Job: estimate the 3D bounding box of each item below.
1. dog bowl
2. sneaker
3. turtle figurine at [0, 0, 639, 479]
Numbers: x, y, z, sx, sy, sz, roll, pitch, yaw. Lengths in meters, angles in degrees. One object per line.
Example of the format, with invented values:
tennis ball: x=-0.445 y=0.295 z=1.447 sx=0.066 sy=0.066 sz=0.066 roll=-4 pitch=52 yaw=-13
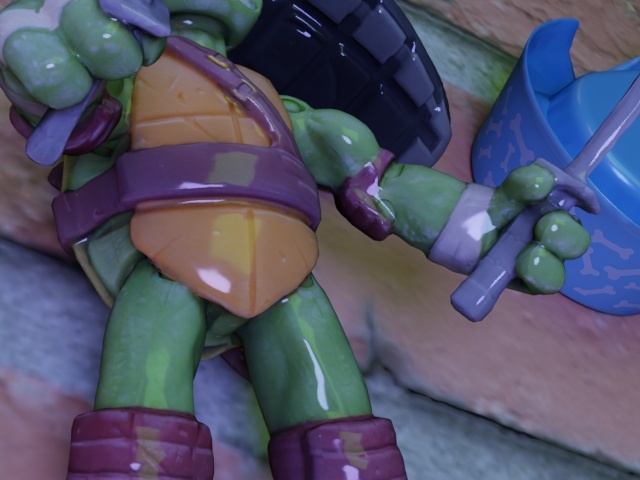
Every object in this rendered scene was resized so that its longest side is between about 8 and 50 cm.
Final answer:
dog bowl: x=0.204 y=-0.043 z=0.679 sx=0.297 sy=0.074 sz=0.166 roll=-11 pitch=62 yaw=-43
sneaker: x=-0.042 y=-0.130 z=0.540 sx=0.267 sy=0.101 sz=0.106 roll=39 pitch=28 yaw=-13
turtle figurine: x=0.000 y=0.000 z=0.352 sx=0.198 sy=0.274 sz=0.266 roll=31 pitch=54 yaw=-64
